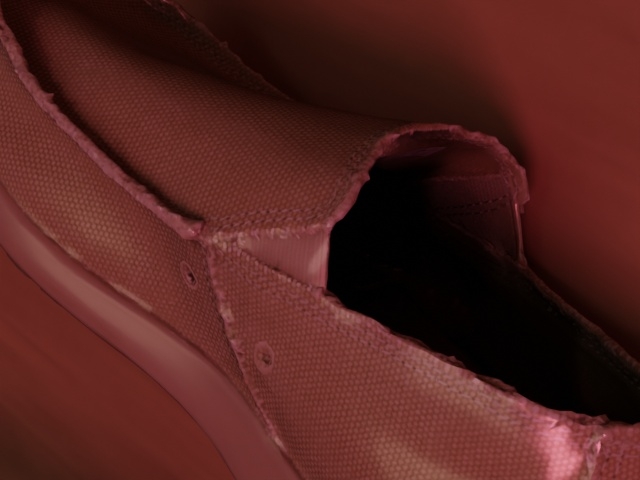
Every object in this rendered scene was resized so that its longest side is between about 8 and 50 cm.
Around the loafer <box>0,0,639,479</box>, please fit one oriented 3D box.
[{"bbox_3d":[0.000,0.000,0.489,0.268,0.102,0.092,46,120,27],"label":"loafer"}]
